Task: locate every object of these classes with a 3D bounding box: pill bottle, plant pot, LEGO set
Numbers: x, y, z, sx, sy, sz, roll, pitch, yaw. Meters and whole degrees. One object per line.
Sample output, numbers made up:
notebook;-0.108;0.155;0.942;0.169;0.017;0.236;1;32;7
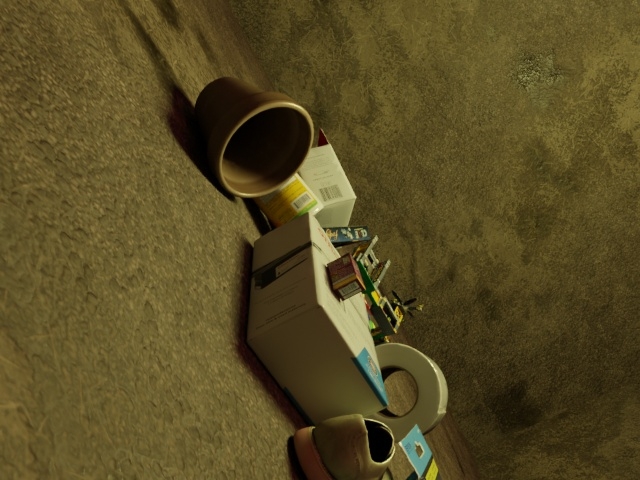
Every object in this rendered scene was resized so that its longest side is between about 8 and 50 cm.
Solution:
pill bottle;-0.117;-0.139;1.608;0.246;0.136;0.136;50;9;1
plant pot;-0.181;-0.270;1.453;0.229;0.263;0.263;49;0;34
LEGO set;0.113;0.142;1.761;0.331;0.255;0.192;54;32;-10

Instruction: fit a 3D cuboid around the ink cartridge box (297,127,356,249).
ink cartridge box;-0.020;-0.142;1.872;0.309;0.130;0.272;102;-31;-60

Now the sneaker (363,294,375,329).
sneaker;0.087;0.233;1.934;0.123;0.109;0.295;31;26;-31

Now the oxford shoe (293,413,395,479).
oxford shoe;0.092;0.434;1.176;0.397;0.146;0.140;51;12;-55

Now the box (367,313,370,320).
box;0.065;0.219;1.665;0.081;0.136;0.028;61;9;-16

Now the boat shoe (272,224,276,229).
boat shoe;-0.113;-0.120;1.728;0.091;0.109;0.305;35;33;-81

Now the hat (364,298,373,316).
hat;0.046;0.147;1.872;0.173;0.208;0.183;0;92;-53

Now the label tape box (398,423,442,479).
label tape box;0.207;0.571;1.226;0.348;0.115;0.249;66;10;14

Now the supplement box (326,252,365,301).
supplement box;0.050;0.072;1.218;0.043;0.055;0.083;55;13;-34

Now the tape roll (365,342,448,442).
tape roll;0.201;0.397;1.588;0.246;0.246;0.169;66;9;20

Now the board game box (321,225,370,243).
board game box;0.000;0.000;1.598;0.243;0.165;0.042;-4;82;-57

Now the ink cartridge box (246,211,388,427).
ink cartridge box;-0.012;0.160;1.307;0.285;0.166;0.395;58;11;-26
